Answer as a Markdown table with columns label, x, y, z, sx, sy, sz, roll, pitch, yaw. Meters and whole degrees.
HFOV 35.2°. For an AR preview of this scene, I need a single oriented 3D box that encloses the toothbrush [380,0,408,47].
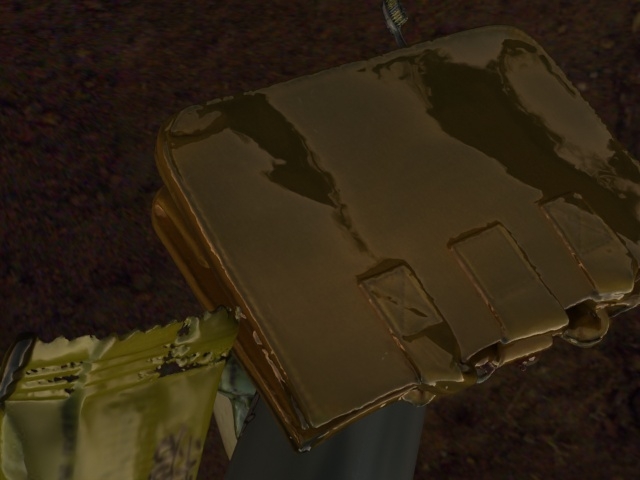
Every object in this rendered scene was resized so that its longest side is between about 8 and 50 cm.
| label | x | y | z | sx | sy | sz | roll | pitch | yaw |
| --- | --- | --- | --- | --- | --- | --- | --- | --- | --- |
| toothbrush | 0.165 | -0.238 | 1.542 | 0.035 | 0.413 | 0.042 | 15 | 134 | -39 |

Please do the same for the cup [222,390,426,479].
| label | x | y | z | sx | sy | sz | roll | pitch | yaw |
| --- | --- | --- | --- | --- | --- | --- | --- | --- | --- |
| cup | 0.014 | 0.219 | 1.164 | 0.205 | 0.205 | 0.312 | 41 | 44 | -24 |

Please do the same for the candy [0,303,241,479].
| label | x | y | z | sx | sy | sz | roll | pitch | yaw |
| --- | --- | --- | --- | --- | --- | --- | --- | --- | --- |
| candy | -0.147 | 0.172 | 0.570 | 0.187 | 0.081 | 0.297 | -5 | 125 | -59 |

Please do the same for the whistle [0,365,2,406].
| label | x | y | z | sx | sy | sz | roll | pitch | yaw |
| --- | --- | --- | --- | --- | --- | --- | --- | --- | --- |
| whistle | -0.548 | 0.263 | 1.685 | 0.105 | 0.085 | 0.227 | -64 | 158 | -14 |

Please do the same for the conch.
| label | x | y | z | sx | sy | sz | roll | pitch | yaw |
| --- | --- | --- | --- | --- | --- | --- | --- | --- | --- |
| conch | -0.084 | 0.204 | 1.396 | 0.124 | 0.187 | 0.181 | -31 | 142 | -13 |

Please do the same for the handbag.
| label | x | y | z | sx | sy | sz | roll | pitch | yaw |
| --- | --- | --- | --- | --- | --- | --- | --- | --- | --- |
| handbag | 0.084 | -0.011 | 0.809 | 0.401 | 0.283 | 0.133 | -19 | 148 | -30 |

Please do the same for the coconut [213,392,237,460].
| label | x | y | z | sx | sy | sz | roll | pitch | yaw |
| --- | --- | --- | --- | --- | --- | --- | --- | --- | --- |
| coconut | -0.064 | 0.257 | 1.678 | 0.239 | 0.239 | 0.244 | -16 | 101 | -18 |
